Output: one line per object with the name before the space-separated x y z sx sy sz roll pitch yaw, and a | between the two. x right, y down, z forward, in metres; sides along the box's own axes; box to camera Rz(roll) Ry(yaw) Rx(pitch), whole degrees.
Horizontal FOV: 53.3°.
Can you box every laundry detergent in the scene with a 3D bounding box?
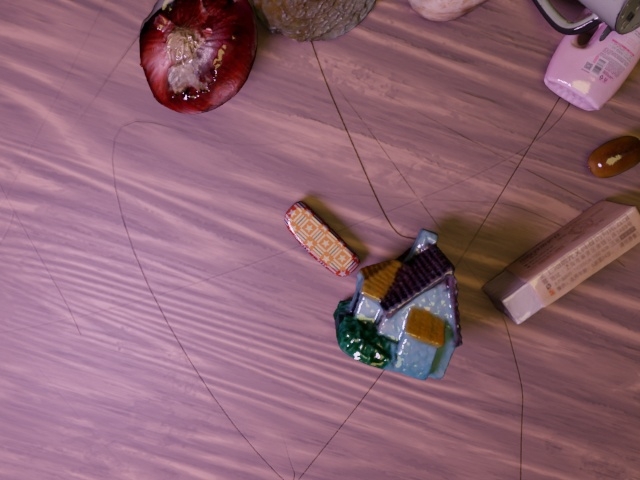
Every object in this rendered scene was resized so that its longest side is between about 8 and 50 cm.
laundry detergent | 0.620 -0.448 1.350 0.159 0.088 0.335 32 92 3

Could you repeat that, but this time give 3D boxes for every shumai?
shumai | -0.033 -0.587 1.261 0.309 0.304 0.263 -37 65 16

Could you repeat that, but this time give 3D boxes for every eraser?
eraser | 0.524 0.043 1.374 0.343 0.144 0.078 -36 99 2

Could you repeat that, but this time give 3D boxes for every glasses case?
glasses case | 0.000 0.000 1.382 0.073 0.049 0.194 -44 97 4

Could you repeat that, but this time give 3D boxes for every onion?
onion | -0.230 -0.374 1.275 0.272 0.195 0.272 -7 73 24

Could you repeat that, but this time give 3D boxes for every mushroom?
mushroom | 0.289 -0.564 1.265 0.253 0.189 0.195 -31 100 -3

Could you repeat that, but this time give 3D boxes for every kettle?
kettle | 0.542 -0.531 1.269 0.255 0.165 0.240 52 123 23

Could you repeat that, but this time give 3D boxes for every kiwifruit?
kiwifruit | 0.645 -0.182 1.391 0.124 0.075 0.075 -23 98 3

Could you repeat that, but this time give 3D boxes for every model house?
model house | 0.174 0.105 1.289 0.229 0.280 0.249 17 101 -7
